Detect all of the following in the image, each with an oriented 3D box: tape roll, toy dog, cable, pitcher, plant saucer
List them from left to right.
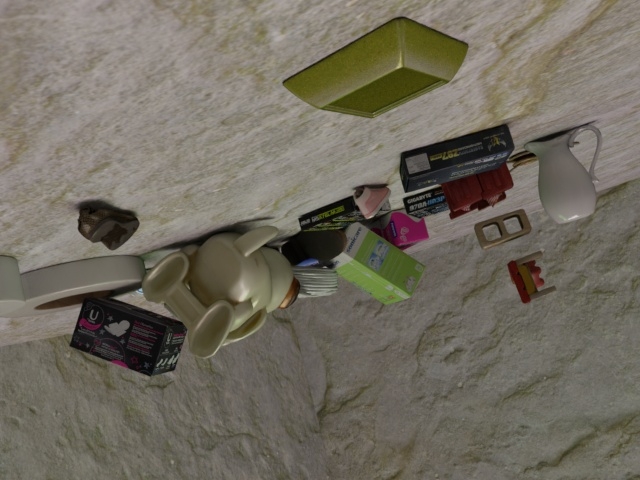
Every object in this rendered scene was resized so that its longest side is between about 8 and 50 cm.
[{"bbox_3d":[-0.770,0.115,1.460,0.286,0.100,0.286,-14,172,-2],"label":"tape roll"},{"bbox_3d":[-0.653,0.124,1.860,0.391,0.072,0.392,-14,172,-2],"label":"tape roll"},{"bbox_3d":[-0.229,0.103,1.947,0.396,0.284,0.408,-57,161,9],"label":"toy dog"},{"bbox_3d":[-0.072,0.126,2.254,0.257,0.089,0.257,1,-179,-42],"label":"cable"},{"bbox_3d":[0.080,-0.210,0.918,0.188,0.045,0.188,-21,170,36],"label":"plant saucer"},{"bbox_3d":[0.600,-0.157,1.674,0.177,0.207,0.125,-21,171,31],"label":"pitcher"}]

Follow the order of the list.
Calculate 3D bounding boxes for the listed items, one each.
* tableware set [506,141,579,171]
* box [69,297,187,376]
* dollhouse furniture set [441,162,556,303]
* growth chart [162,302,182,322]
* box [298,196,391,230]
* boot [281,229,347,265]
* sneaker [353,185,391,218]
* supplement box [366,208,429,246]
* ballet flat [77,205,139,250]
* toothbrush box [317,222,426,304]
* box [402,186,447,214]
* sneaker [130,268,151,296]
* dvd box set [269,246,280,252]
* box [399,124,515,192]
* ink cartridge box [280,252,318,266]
[{"bbox_3d":[0.578,-0.213,1.854,0.194,0.039,0.128,-10,171,-33],"label":"tableware set"},{"bbox_3d":[-0.507,0.252,1.890,0.247,0.142,0.163,18,179,11],"label":"box"},{"bbox_3d":[0.413,-0.022,1.696,0.152,0.374,0.201,-20,170,7],"label":"dollhouse furniture set"},{"bbox_3d":[-0.377,0.176,2.078,0.021,0.172,0.237,-48,-169,27],"label":"growth chart"},{"bbox_3d":[0.067,-0.072,1.904,0.184,0.045,0.190,-17,173,35],"label":"box"},{"bbox_3d":[0.000,0.000,2.158,0.115,0.112,0.305,-29,-172,-33],"label":"boot"},{"bbox_3d":[0.125,-0.113,1.727,0.051,0.070,0.134,-32,-168,39],"label":"sneaker"},{"bbox_3d":[0.249,-0.028,2.304,0.113,0.111,0.220,-11,171,-22],"label":"supplement box"},{"bbox_3d":[-0.402,-0.027,1.324,0.084,0.058,0.250,-50,178,-1],"label":"ballet flat"},{"bbox_3d":[0.161,0.076,2.268,0.283,0.122,0.206,31,160,-9],"label":"toothbrush box"},{"bbox_3d":[0.368,-0.123,2.065,0.220,0.051,0.175,-17,172,19],"label":"box"},{"bbox_3d":[-0.483,0.123,2.133,0.086,0.085,0.237,-28,170,30],"label":"sneaker"},{"bbox_3d":[-0.335,0.117,2.431,0.307,0.062,0.420,-12,172,-23],"label":"dvd box set"},{"bbox_3d":[0.290,-0.172,1.533,0.232,0.059,0.183,-15,174,3],"label":"box"},{"bbox_3d":[-0.062,0.075,2.654,0.165,0.065,0.333,-14,171,3],"label":"ink cartridge box"}]
